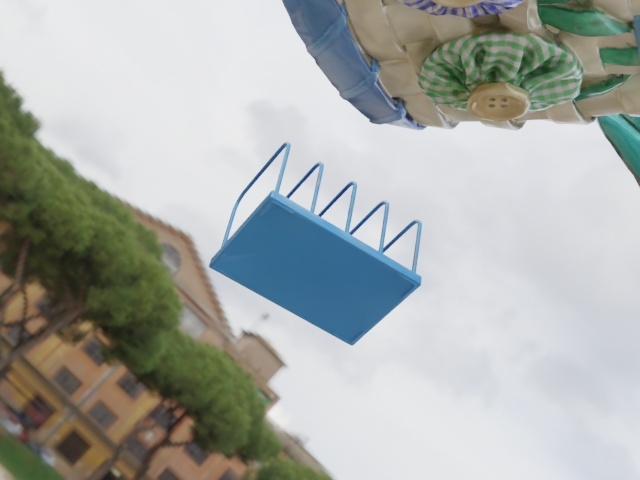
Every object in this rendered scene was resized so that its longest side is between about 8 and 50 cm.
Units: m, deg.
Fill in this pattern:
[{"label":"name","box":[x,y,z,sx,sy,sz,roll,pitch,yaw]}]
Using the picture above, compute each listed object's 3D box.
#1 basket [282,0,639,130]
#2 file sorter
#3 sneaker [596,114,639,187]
[{"label":"basket","box":[0.025,-0.160,0.407,0.289,0.201,0.255,18,-15,27]},{"label":"file sorter","box":[0.000,0.000,1.113,0.170,0.104,0.118,30,-49,-17]},{"label":"sneaker","box":[0.258,-0.053,0.595,0.124,0.178,0.295,11,21,-46]}]
